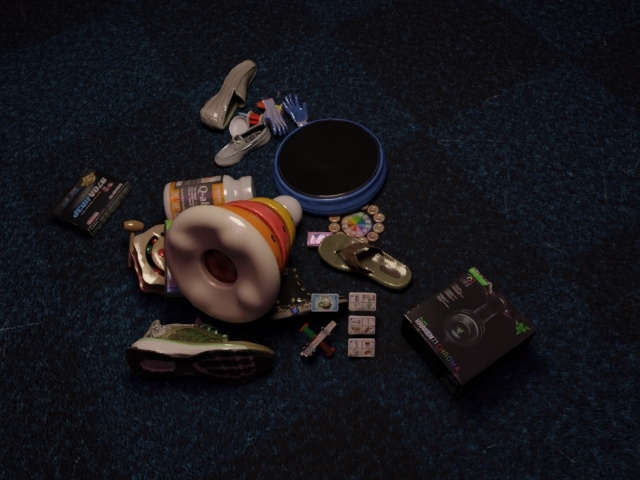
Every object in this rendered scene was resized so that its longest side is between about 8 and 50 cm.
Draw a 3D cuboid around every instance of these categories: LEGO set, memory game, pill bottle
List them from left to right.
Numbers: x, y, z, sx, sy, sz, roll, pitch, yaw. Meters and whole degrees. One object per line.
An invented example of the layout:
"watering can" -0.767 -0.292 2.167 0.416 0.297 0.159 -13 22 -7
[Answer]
"pill bottle" -0.350 -0.125 1.825 0.278 0.162 0.162 -8 59 0
"LEGO set" 0.032 0.237 1.604 0.244 0.060 0.183 1 91 -9
"memory game" 0.116 -0.057 1.834 0.186 0.012 0.186 -2 59 3

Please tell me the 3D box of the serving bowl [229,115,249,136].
"serving bowl" -0.290 -0.410 2.057 0.083 0.027 0.083 -2 86 29

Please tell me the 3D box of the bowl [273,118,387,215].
"bowl" 0.030 -0.261 1.920 0.390 0.077 0.391 -3 57 4

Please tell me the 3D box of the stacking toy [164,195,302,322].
"stacking toy" -0.186 -0.021 1.655 0.350 0.351 0.480 20 35 15

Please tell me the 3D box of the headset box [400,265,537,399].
"headset box" 0.409 0.245 1.560 0.283 0.131 0.246 -30 62 -14

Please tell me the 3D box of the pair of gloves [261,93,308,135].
"pair of gloves" -0.125 -0.452 2.036 0.198 0.023 0.159 -15 73 -30

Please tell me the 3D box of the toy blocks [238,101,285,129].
"toy blocks" -0.219 -0.471 2.087 0.148 0.054 0.123 16 62 14

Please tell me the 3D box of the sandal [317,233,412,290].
"sandal" 0.138 0.052 1.718 0.302 0.086 0.120 21 68 13

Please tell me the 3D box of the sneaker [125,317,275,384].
"sneaker" -0.328 0.284 1.599 0.410 0.158 0.182 4 42 1

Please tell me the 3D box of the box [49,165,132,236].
"box" -0.781 -0.135 1.928 0.175 0.051 0.220 22 62 17

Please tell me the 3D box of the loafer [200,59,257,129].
"loafer" -0.320 -0.538 2.110 0.111 0.112 0.320 27 72 13

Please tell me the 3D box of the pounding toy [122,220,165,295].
"pounding toy" -0.515 0.053 1.779 0.154 0.155 0.270 -10 68 -31

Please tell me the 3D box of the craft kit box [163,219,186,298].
"craft kit box" -0.346 0.059 1.718 0.249 0.061 0.247 4 61 -21

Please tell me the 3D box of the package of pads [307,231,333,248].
"package of pads" 0.000 0.000 1.795 0.083 0.032 0.050 1 66 6

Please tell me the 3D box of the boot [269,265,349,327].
"boot" -0.047 0.152 1.681 0.236 0.085 0.179 -13 56 -5

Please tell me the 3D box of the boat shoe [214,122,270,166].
"boat shoe" -0.280 -0.346 1.999 0.227 0.081 0.079 -34 62 -16
